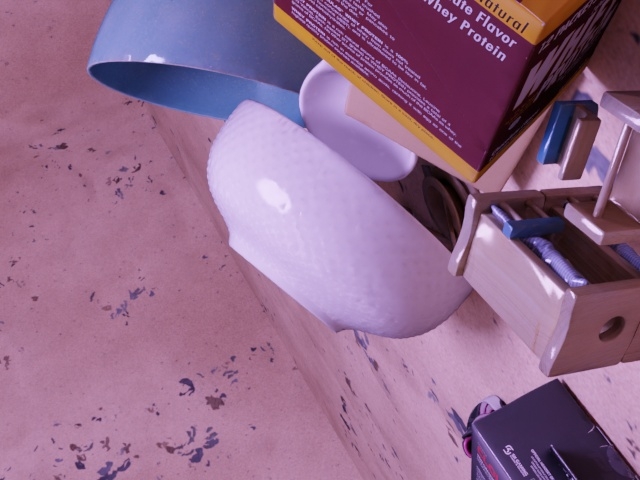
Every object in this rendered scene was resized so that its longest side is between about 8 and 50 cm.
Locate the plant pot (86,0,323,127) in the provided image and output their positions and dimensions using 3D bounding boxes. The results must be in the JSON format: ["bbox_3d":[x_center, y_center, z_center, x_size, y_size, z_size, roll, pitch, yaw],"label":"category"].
[{"bbox_3d":[-0.105,-0.258,1.149,0.290,0.290,0.196,176,104,-77],"label":"plant pot"}]

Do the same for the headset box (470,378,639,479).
[{"bbox_3d":[0.254,0.299,1.027,0.218,0.110,0.293,57,166,35],"label":"headset box"}]

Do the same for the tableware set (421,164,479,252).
[{"bbox_3d":[0.109,-0.082,1.042,0.194,0.039,0.128,67,168,-13],"label":"tableware set"}]

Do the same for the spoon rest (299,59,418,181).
[{"bbox_3d":[0.041,-0.155,0.939,0.137,0.084,0.276,28,144,17],"label":"spoon rest"}]

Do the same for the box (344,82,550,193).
[{"bbox_3d":[0.101,-0.123,0.820,0.164,0.021,0.201,30,158,8],"label":"box"}]

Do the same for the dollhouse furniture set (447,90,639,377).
[{"bbox_3d":[0.192,-0.027,0.666,0.129,0.128,0.184,52,139,48],"label":"dollhouse furniture set"}]

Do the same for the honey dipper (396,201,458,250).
[{"bbox_3d":[0.116,-0.014,1.178,0.160,0.030,0.031,37,150,62],"label":"honey dipper"}]

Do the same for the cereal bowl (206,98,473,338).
[{"bbox_3d":[0.000,0.000,1.124,0.339,0.141,0.339,39,176,4],"label":"cereal bowl"}]

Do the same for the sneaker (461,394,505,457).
[{"bbox_3d":[0.200,0.233,1.207,0.072,0.077,0.178,64,169,8],"label":"sneaker"}]

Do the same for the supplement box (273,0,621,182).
[{"bbox_3d":[0.082,-0.175,0.621,0.191,0.129,0.194,42,163,13],"label":"supplement box"}]
